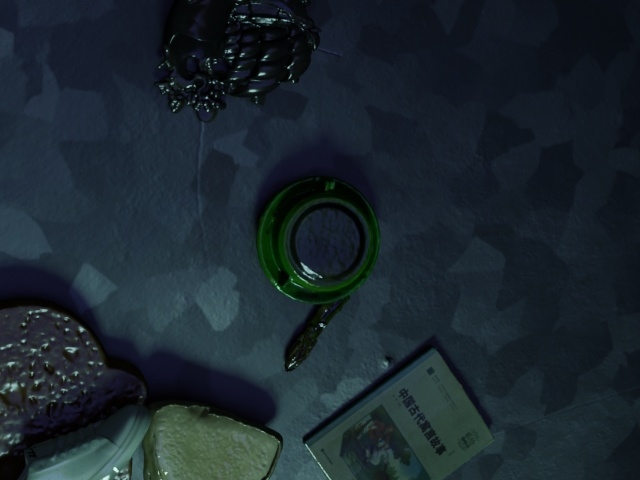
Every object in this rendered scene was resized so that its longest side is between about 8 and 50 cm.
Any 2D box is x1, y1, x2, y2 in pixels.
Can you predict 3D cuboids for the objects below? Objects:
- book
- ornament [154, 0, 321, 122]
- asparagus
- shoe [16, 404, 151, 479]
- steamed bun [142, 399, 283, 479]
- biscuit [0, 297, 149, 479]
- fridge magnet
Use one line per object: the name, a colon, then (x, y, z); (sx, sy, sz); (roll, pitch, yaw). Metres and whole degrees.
book: (0.137, 0.343, 1.548); (0.282, 0.025, 0.215); (-36, 103, -10)
ornament: (-0.123, -0.308, 1.378); (0.251, 0.106, 0.261); (2, 99, -16)
asparagus: (-0.010, 0.148, 1.481); (0.036, 0.030, 0.165); (38, 83, -27)
shoe: (-0.366, 0.320, 1.291); (0.110, 0.095, 0.265); (45, 82, -19)
steamed bun: (-0.195, 0.363, 1.398); (0.231, 0.110, 0.213); (25, 75, -20)
biscuit: (-0.414, 0.259, 1.347); (0.314, 0.063, 0.368); (-19, 101, -19)
fridge magnet: (0.000, 0.000, 1.440); (0.208, 0.088, 0.208); (-2, 95, -18)
